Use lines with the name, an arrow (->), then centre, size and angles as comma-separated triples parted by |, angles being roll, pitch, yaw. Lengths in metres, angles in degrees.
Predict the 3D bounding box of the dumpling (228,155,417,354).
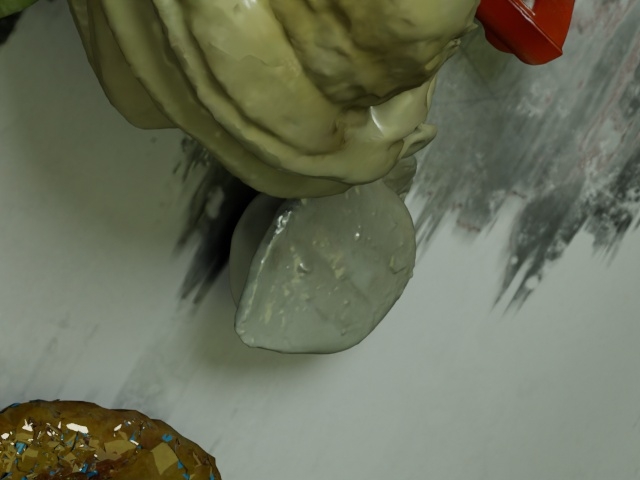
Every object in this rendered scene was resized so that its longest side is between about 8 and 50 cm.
dumpling -> 0.001, 0.000, 1.096 | 0.176, 0.092, 0.150 | -11, 119, -28

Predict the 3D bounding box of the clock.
clock -> 0.107, -0.203, 1.076 | 0.155, 0.061, 0.113 | 39, 50, -35

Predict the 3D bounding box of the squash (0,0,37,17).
squash -> -0.203, -0.200, 0.853 | 0.170, 0.170, 0.123 | -35, 143, -14

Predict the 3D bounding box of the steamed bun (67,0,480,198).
steamed bun -> -0.011, -0.212, 0.838 | 0.230, 0.324, 0.372 | 11, 142, 0

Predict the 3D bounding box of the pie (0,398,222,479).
pie -> -0.189, 0.222, 1.096 | 0.273, 0.069, 0.273 | -13, 117, -28
